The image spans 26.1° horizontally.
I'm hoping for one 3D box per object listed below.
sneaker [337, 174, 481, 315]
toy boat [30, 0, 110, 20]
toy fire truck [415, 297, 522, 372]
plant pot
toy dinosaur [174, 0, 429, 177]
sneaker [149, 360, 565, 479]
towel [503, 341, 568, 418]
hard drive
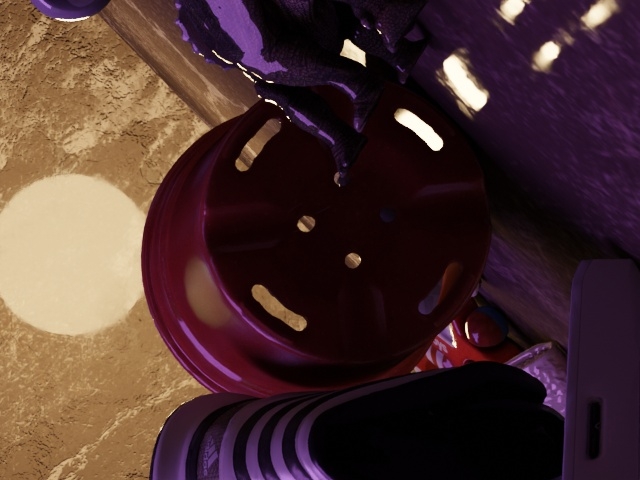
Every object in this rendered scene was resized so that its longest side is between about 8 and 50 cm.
[{"bbox_3d":[0.081,0.014,1.427,0.100,0.108,0.271,45,177,38],"label":"sneaker"},{"bbox_3d":[-0.219,-0.287,0.966,0.318,0.148,0.267,44,177,26],"label":"toy boat"},{"bbox_3d":[0.187,0.163,1.707,0.302,0.169,0.254,40,156,53],"label":"toy fire truck"},{"bbox_3d":[0.000,0.000,1.055,0.272,0.272,0.265,45,169,0],"label":"plant pot"},{"bbox_3d":[-0.026,-0.130,0.763,0.160,0.121,0.313,31,180,6],"label":"toy dinosaur"},{"bbox_3d":[0.124,0.198,1.011,0.447,0.169,0.257,16,160,-37],"label":"sneaker"},{"bbox_3d":[0.222,0.233,1.543,0.187,0.049,0.282,45,133,-10],"label":"towel"},{"bbox_3d":[0.205,0.203,0.934,0.047,0.233,0.353,-2,147,17],"label":"hard drive"}]
